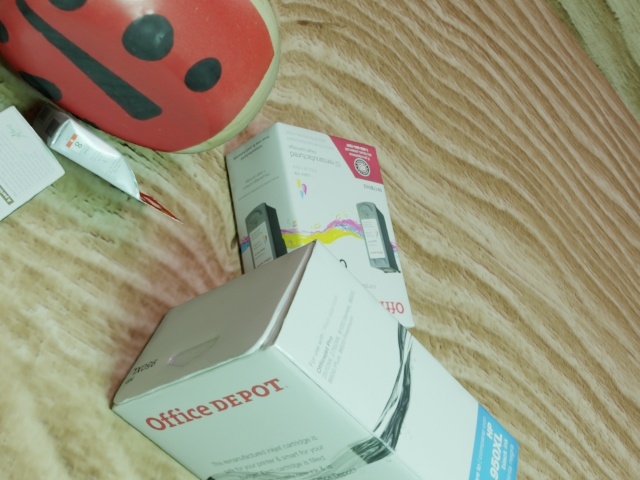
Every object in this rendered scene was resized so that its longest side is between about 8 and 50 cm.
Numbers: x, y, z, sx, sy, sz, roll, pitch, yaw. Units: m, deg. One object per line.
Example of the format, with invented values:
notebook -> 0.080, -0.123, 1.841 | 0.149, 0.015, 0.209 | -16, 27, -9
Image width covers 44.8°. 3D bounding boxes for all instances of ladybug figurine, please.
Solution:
ladybug figurine -> -0.224, -0.236, 0.887 | 0.449, 0.305, 0.161 | 36, 46, -50

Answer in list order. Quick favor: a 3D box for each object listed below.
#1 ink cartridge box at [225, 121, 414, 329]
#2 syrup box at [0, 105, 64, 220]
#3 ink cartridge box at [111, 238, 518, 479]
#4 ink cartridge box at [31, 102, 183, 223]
ink cartridge box -> 0.000, 0.000, 1.161 | 0.226, 0.131, 0.306 | 7, 64, -46
syrup box -> -0.384, -0.034, 0.782 | 0.096, 0.093, 0.237 | 54, 40, -13
ink cartridge box -> 0.002, 0.220, 0.922 | 0.395, 0.285, 0.166 | 46, 41, -22
ink cartridge box -> -0.248, -0.094, 0.932 | 0.179, 0.145, 0.045 | 30, 90, -32
